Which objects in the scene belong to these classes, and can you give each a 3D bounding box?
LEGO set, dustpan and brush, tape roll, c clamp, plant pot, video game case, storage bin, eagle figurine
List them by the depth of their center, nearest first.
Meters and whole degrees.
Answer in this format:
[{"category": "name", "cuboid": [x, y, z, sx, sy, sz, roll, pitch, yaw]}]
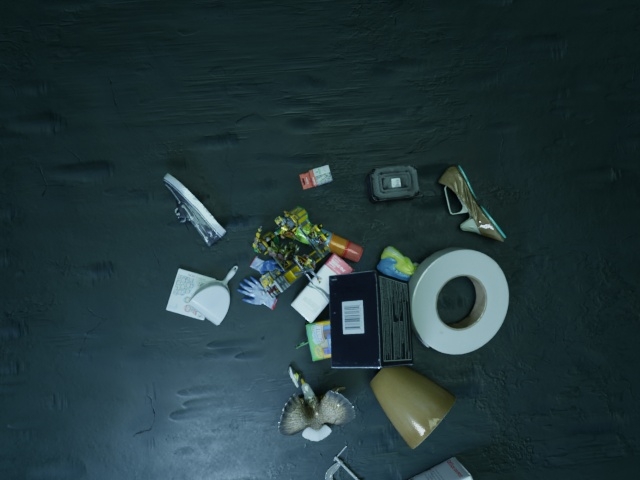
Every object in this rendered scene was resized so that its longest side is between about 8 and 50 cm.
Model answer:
[{"category": "eagle figurine", "cuboid": [-0.020, 0.573, 1.730, 0.225, 0.298, 0.226, 35, 84, -1]}, {"category": "LEGO set", "cuboid": [-0.133, 0.054, 1.737, 0.192, 0.331, 0.255, -37, 98, -40]}, {"category": "plant pot", "cuboid": [0.304, 0.551, 1.804, 0.254, 0.237, 0.237, 42, 84, 15]}, {"category": "c clamp", "cuboid": [0.092, 0.852, 1.853, 0.137, 0.022, 0.161, -40, 88, -6]}, {"category": "tape roll", "cuboid": [0.494, 0.219, 1.855, 0.391, 0.072, 0.393, -2, 99, -14]}, {"category": "dustpan and brush", "cuboid": [-0.364, 0.181, 1.860, 0.147, 0.060, 0.211, 42, 82, -24]}, {"category": "video game case", "cuboid": [-0.472, 0.197, 1.873, 0.143, 0.019, 0.157, 16, 85, -2]}, {"category": "storage bin", "cuboid": [0.271, -0.210, 1.920, 0.180, 0.084, 0.122, -6, 86, -3]}]

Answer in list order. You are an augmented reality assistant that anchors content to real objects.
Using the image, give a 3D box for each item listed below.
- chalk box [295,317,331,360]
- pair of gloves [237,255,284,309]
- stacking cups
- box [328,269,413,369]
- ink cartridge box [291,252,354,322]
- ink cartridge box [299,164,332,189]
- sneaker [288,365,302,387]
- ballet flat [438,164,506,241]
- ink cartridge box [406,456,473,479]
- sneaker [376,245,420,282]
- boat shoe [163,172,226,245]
[{"category": "chalk box", "cuboid": [0.013, 0.348, 1.834, 0.212, 0.132, 0.132, -10, 86, -5]}, {"category": "pair of gloves", "cuboid": [-0.206, 0.150, 1.891, 0.159, 0.023, 0.198, 27, 80, 1]}, {"category": "stacking cups", "cuboid": [0.000, 0.000, 1.883, 0.316, 0.096, 0.096, 25, 84, -2]}, {"category": "box", "cuboid": [0.170, 0.270, 1.693, 0.182, 0.294, 0.297, -8, 75, 29]}, {"category": "ink cartridge box", "cuboid": [0.004, 0.169, 1.827, 0.100, 0.172, 0.237, 40, 84, 2]}, {"category": "ink cartridge box", "cuboid": [-0.017, -0.238, 1.931, 0.115, 0.029, 0.063, -16, 87, -5]}, {"category": "sneaker", "cuboid": [-0.091, 0.493, 1.870, 0.035, 0.031, 0.083, -23, 91, -19]}, {"category": "ballet flat", "cuboid": [0.555, -0.118, 1.926, 0.124, 0.116, 0.343, -33, 88, 15]}, {"category": "ink cartridge box", "cuboid": [0.396, 0.892, 1.780, 0.272, 0.198, 0.115, -24, 87, -5]}, {"category": "sneaker", "cuboid": [0.312, 0.130, 1.906, 0.240, 0.091, 0.126, 36, 103, 0]}, {"category": "boat shoe", "cuboid": [-0.479, -0.109, 1.860, 0.102, 0.108, 0.301, -43, 96, -7]}]
